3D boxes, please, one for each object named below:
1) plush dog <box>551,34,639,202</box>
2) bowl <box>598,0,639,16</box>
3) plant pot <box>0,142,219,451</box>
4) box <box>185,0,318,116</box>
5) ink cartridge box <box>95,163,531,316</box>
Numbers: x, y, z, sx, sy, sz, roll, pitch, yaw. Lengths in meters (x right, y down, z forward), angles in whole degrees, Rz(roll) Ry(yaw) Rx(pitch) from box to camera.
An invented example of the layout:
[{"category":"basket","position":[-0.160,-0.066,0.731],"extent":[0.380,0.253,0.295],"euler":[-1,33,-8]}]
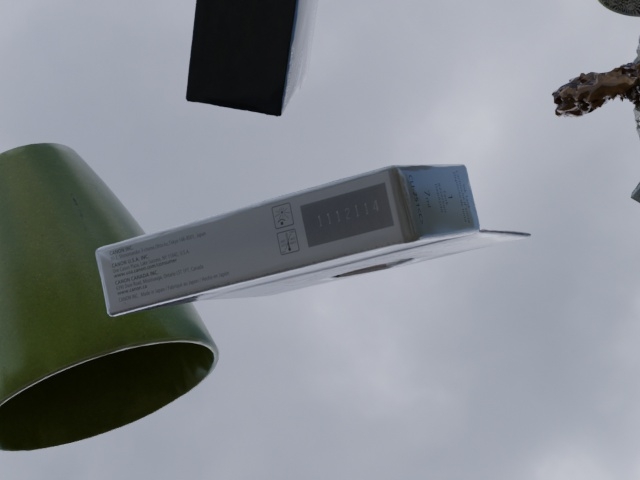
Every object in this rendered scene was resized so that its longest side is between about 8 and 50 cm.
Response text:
[{"category":"plush dog","position":[0.279,-0.062,0.765],"extent":[0.210,0.262,0.225],"euler":[-18,-35,26]},{"category":"bowl","position":[0.363,-0.311,1.297],"extent":[0.170,0.080,0.170],"euler":[-5,-23,-2]},{"category":"plant pot","position":[-0.292,0.046,1.407],"extent":[0.274,0.294,0.275],"euler":[-20,-21,-8]},{"category":"box","position":[-0.053,-0.272,1.219],"extent":[0.103,0.184,0.261],"euler":[11,-70,7]},{"category":"ink cartridge box","position":[0.000,0.000,1.086],"extent":[0.296,0.261,0.066],"euler":[-14,-95,29]}]
